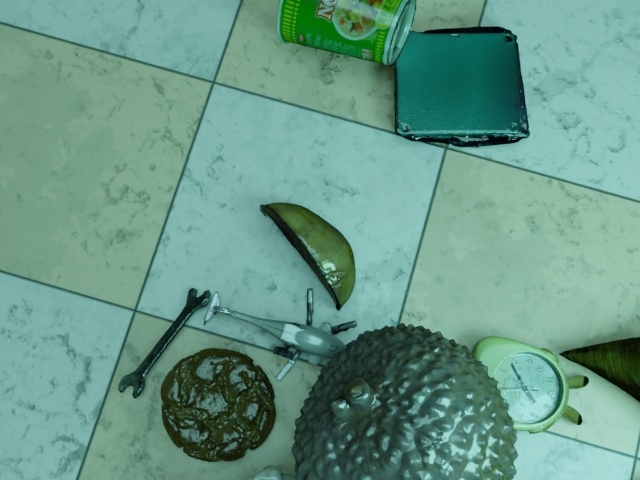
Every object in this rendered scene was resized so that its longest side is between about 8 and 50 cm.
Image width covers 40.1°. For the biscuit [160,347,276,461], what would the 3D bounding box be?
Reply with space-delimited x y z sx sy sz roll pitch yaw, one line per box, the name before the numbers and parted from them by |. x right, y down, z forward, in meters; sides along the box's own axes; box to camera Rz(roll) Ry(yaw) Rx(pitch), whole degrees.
biscuit | -0.194 0.310 1.655 0.226 0.042 0.225 0 77 -2

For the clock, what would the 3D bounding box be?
clock | 0.393 0.283 1.660 0.232 0.069 0.170 12 76 1

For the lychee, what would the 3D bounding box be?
lychee | 0.142 0.340 1.480 0.380 0.432 0.380 -18 51 24

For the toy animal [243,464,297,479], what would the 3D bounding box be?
toy animal | -0.095 0.509 1.554 0.204 0.156 0.208 -26 86 -9

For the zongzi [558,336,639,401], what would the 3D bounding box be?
zongzi | 0.687 0.351 1.603 0.432 0.208 0.403 -10 84 11

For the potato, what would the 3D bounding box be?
potato | 0.000 -0.003 1.698 0.100 0.120 0.261 -35 80 -15

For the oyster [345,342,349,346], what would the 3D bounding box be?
oyster | 0.057 0.276 1.662 0.103 0.051 0.148 33 68 1

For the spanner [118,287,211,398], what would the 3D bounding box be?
spanner | -0.298 0.193 1.686 0.054 0.015 0.254 29 76 32

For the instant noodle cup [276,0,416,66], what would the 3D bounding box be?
instant noodle cup | 0.060 -0.452 1.744 0.233 0.207 0.207 22 77 11

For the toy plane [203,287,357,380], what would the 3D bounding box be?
toy plane | -0.081 0.157 1.659 0.273 0.107 0.182 36 89 5

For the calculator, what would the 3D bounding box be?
calculator | 0.280 -0.314 1.802 0.274 0.058 0.248 -3 76 -1
